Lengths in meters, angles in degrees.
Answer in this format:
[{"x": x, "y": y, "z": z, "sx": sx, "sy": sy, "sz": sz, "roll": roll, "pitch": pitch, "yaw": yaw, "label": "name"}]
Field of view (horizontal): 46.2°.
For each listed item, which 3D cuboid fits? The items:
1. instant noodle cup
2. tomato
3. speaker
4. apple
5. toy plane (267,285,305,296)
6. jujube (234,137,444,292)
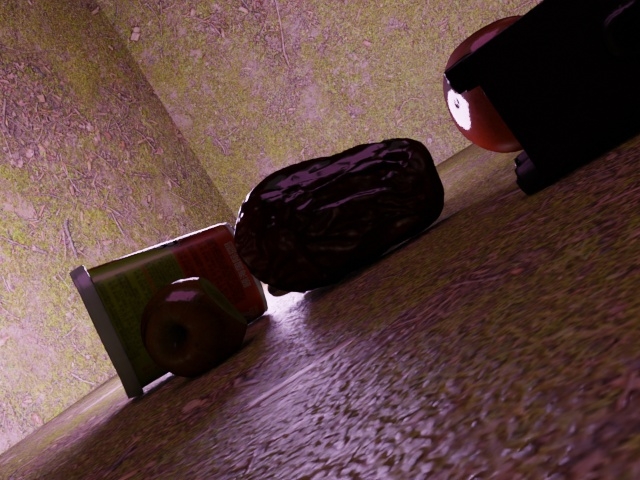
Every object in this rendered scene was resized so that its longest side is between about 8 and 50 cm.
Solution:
[{"x": -0.285, "y": 0.117, "z": 1.455, "sx": 0.308, "sy": 0.293, "sz": 0.294, "roll": -26, "pitch": 0, "yaw": -18, "label": "instant noodle cup"}, {"x": 0.352, "y": -0.288, "z": 1.399, "sx": 0.225, "sy": 0.255, "sz": 0.256, "roll": -17, "pitch": -2, "yaw": -15, "label": "tomato"}, {"x": 0.308, "y": -0.202, "z": 0.901, "sx": 0.254, "sy": 0.184, "sz": 0.232, "roll": -35, "pitch": 1, "yaw": 18, "label": "speaker"}, {"x": -0.197, "y": 0.129, "z": 1.178, "sx": 0.163, "sy": 0.146, "sz": 0.147, "roll": -34, "pitch": -3, "yaw": 23, "label": "apple"}, {"x": 0.000, "y": 0.000, "z": 1.402, "sx": 0.286, "sy": 0.092, "sz": 0.108, "roll": -45, "pitch": -15, "yaw": -26, "label": "toy plane"}, {"x": 0.032, "y": -0.047, "z": 1.205, "sx": 0.342, "sy": 0.216, "sz": 0.216, "roll": -24, "pitch": 5, "yaw": 24, "label": "jujube"}]
